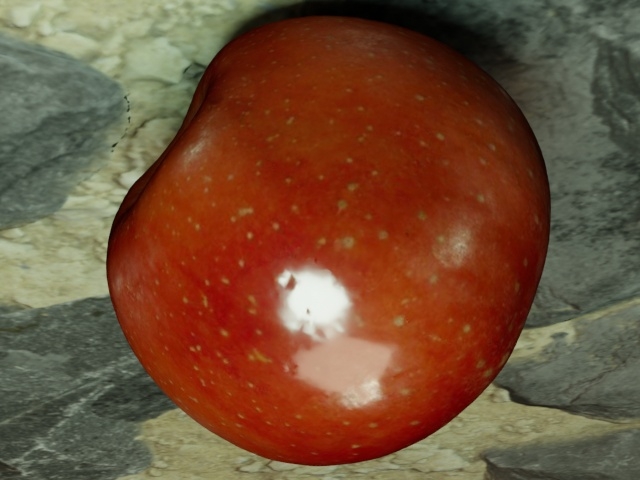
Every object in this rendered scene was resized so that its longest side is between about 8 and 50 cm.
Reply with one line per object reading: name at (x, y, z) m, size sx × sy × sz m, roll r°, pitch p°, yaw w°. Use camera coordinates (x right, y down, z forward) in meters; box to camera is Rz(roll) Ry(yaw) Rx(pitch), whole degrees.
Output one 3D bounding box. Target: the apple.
apple at (0.000, 0.000, 0.783) m, size 0.216 × 0.260 × 0.260 m, roll 30°, pitch 143°, yaw -13°
